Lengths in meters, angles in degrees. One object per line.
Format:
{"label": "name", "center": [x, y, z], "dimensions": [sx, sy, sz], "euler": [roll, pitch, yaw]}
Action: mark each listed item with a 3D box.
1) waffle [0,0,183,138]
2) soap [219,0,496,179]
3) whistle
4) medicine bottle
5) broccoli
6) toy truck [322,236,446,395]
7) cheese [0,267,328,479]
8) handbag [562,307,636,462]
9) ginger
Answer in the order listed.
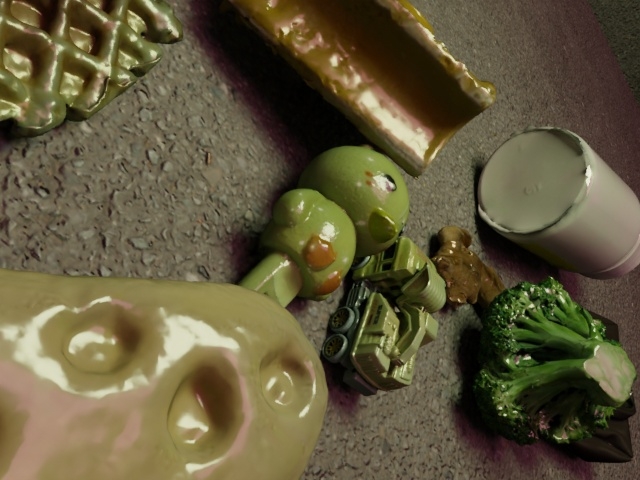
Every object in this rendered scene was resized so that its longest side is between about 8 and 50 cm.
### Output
{"label": "waffle", "center": [-0.261, -0.230, 0.448], "dimensions": [0.291, 0.056, 0.309], "euler": [57, 45, -17]}
{"label": "soap", "center": [0.040, -0.262, 0.741], "dimensions": [0.339, 0.169, 0.304], "euler": [41, 12, -10]}
{"label": "whistle", "center": [0.010, 0.000, 0.605], "dimensions": [0.141, 0.141, 0.294], "euler": [51, 45, -22]}
{"label": "medicine bottle", "center": [0.482, -0.056, 1.098], "dimensions": [0.379, 0.214, 0.213], "euler": [22, 60, -41]}
{"label": "broccoli", "center": [0.347, 0.188, 0.849], "dimensions": [0.269, 0.241, 0.261], "euler": [41, 68, -4]}
{"label": "toy truck", "center": [0.085, 0.083, 0.670], "dimensions": [0.085, 0.116, 0.191], "euler": [44, 47, -30]}
{"label": "cheese", "center": [-0.149, 0.095, 0.383], "dimensions": [0.328, 0.130, 0.350], "euler": [-43, 109, -42]}
{"label": "handbag", "center": [0.475, 0.248, 1.058], "dimensions": [0.257, 0.114, 0.285], "euler": [27, 56, -31]}
{"label": "ginger", "center": [0.231, 0.063, 0.893], "dimensions": [0.214, 0.059, 0.133], "euler": [48, 38, -28]}
